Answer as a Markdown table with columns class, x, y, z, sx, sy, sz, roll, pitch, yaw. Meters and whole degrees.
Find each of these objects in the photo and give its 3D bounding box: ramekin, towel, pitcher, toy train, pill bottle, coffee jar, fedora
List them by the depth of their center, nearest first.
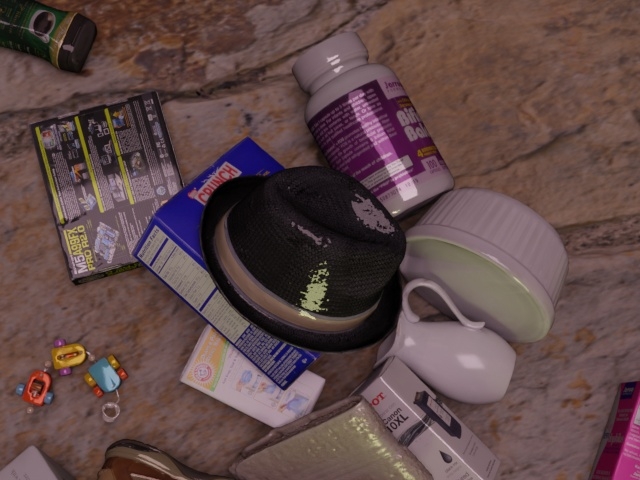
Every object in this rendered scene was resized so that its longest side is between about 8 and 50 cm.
| class | x | y | z | sx | sy | sz | roll | pitch | yaw |
| --- | --- | --- | --- | --- | --- | --- | --- | --- | --- |
| fedora | 0.000 | 0.000 | 1.571 | 0.334 | 0.152 | 0.334 | 17 | 49 | -21 |
| towel | 0.012 | 0.345 | 1.644 | 0.282 | 0.049 | 0.187 | -29 | 111 | 32 |
| ramekin | 0.261 | 0.031 | 1.714 | 0.273 | 0.273 | 0.127 | 33 | 68 | 1 |
| toy train | -0.387 | 0.225 | 1.735 | 0.166 | 0.046 | 0.125 | 13 | 81 | 1 |
| pitcher | 0.207 | 0.161 | 1.737 | 0.207 | 0.125 | 0.178 | 19 | 118 | 3 |
| pill bottle | 0.078 | -0.177 | 1.775 | 0.169 | 0.169 | 0.301 | -28 | 84 | -9 |
| coffee jar | -0.465 | -0.346 | 1.805 | 0.184 | 0.079 | 0.096 | 21 | 76 | 0 |

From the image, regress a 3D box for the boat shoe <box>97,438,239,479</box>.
| class | x | y | z | sx | sy | sz | roll | pitch | yaw |
| --- | --- | --- | --- | --- | --- | --- | --- | --- | --- |
| boat shoe | -0.194 | 0.417 | 1.667 | 0.324 | 0.122 | 0.120 | 20 | 54 | 7 |

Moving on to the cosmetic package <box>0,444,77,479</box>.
| class | x | y | z | sx | sy | sz | roll | pitch | yaw |
| --- | --- | --- | --- | --- | --- | --- | --- | --- | --- |
| cosmetic package | -0.503 | 0.541 | 1.567 | 0.453 | 0.161 | 0.230 | -40 | 52 | -9 |

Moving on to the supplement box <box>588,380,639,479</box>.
| class | x | y | z | sx | sy | sz | roll | pitch | yaw |
| --- | --- | --- | --- | --- | --- | --- | --- | --- | --- |
| supplement box | 0.513 | 0.345 | 1.752 | 0.114 | 0.111 | 0.220 | 23 | 79 | 0 |

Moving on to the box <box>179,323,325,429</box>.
| class | x | y | z | sx | sy | sz | roll | pitch | yaw |
| --- | --- | --- | --- | --- | --- | --- | --- | --- | --- |
| box | -0.108 | 0.219 | 1.720 | 0.203 | 0.114 | 0.103 | 27 | 80 | -2 |

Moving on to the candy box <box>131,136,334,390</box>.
| class | x | y | z | sx | sy | sz | roll | pitch | yaw |
| --- | --- | --- | --- | --- | --- | --- | --- | --- | --- |
| candy box | -0.085 | 0.028 | 1.690 | 0.317 | 0.122 | 0.268 | 42 | 44 | 2 |

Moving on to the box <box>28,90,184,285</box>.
| class | x | y | z | sx | sy | sz | roll | pitch | yaw |
| --- | --- | --- | --- | --- | --- | --- | --- | --- | --- |
| box | -0.332 | -0.086 | 1.783 | 0.216 | 0.060 | 0.270 | -16 | 82 | -7 |

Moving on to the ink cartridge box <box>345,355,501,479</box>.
| class | x | y | z | sx | sy | sz | roll | pitch | yaw |
| --- | --- | --- | --- | --- | --- | --- | --- | --- | --- |
| ink cartridge box | 0.130 | 0.324 | 1.695 | 0.237 | 0.100 | 0.172 | 45 | 113 | 3 |
